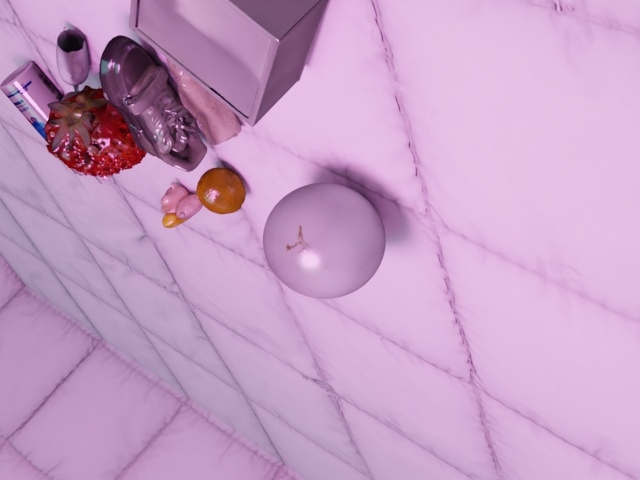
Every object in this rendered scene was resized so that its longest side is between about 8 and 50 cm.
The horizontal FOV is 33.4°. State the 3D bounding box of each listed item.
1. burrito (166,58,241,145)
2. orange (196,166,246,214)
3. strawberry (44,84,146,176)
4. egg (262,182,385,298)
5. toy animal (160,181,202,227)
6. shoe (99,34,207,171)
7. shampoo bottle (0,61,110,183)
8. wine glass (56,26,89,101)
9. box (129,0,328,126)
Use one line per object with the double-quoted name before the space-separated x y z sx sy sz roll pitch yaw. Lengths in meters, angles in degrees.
"burrito" -0.193 -0.234 1.733 0.087 0.060 0.226 31 158 39
"orange" -0.181 -0.091 1.966 0.095 0.085 0.085 31 166 -30
"strawberry" -0.413 -0.196 2.040 0.201 0.187 0.184 34 -158 -56
"egg" 0.000 0.000 1.685 0.183 0.183 0.264 48 165 -15
"toy animal" -0.298 -0.076 2.201 0.082 0.091 0.114 58 159 -4
"shoe" -0.270 -0.227 1.833 0.149 0.109 0.293 28 159 22
"shampoo bottle" -0.562 -0.243 2.319 0.092 0.092 0.303 9 141 55
"wine glass" -0.474 -0.320 2.051 0.074 0.074 0.262 39 157 6
"box" -0.120 -0.302 1.382 0.225 0.117 0.225 39 156 4
